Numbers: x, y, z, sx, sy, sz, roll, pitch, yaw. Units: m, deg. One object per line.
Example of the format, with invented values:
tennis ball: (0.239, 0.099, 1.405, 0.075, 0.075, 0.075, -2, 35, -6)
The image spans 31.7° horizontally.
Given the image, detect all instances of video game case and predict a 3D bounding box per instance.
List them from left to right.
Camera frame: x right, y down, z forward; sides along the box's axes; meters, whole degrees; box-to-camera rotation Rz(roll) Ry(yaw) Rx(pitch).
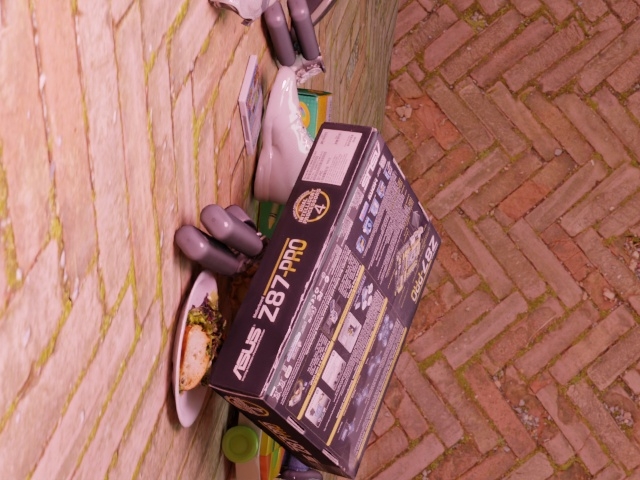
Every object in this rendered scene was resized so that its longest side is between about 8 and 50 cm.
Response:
video game case: (-0.098, -0.193, 1.617, 0.122, 0.011, 0.087, 86, 14, -56)

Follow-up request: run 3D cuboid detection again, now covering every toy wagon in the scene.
toy wagon: (-0.089, 0.222, 1.830, 0.267, 0.068, 0.344, 38, 59, -82)

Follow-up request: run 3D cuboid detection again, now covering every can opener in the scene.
can opener: (-0.125, -0.008, 1.420, 0.076, 0.095, 0.283, -40, 167, 2)
can opener: (-0.043, -0.315, 1.755, 0.280, 0.074, 0.093, 63, 10, -78)

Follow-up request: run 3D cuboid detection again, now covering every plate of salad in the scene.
plate of salad: (-0.144, 0.135, 1.409, 0.200, 0.048, 0.200, 6, 90, -83)

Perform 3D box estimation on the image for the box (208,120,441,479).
box: (0.026, 0.087, 1.534, 0.318, 0.097, 0.395, 49, 57, -52)

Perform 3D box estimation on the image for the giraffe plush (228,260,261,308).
giraffe plush: (-0.067, 0.078, 1.657, 0.210, 0.181, 0.170, -41, 140, -24)

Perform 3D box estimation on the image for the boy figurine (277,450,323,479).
boy figurine: (-0.045, 0.282, 2.006, 0.177, 0.092, 0.285, -11, -108, 56)

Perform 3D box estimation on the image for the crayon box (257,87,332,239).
crayon box: (-0.042, -0.108, 1.853, 0.165, 0.081, 0.278, -46, 143, -78)

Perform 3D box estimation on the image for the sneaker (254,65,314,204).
sneaker: (-0.042, -0.157, 1.704, 0.080, 0.094, 0.212, -80, 178, -69)

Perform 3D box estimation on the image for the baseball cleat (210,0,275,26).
baseball cleat: (-0.093, -0.335, 1.306, 0.109, 0.072, 0.206, -58, 149, -25)

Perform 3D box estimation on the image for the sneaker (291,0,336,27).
sneaker: (-0.008, -0.458, 1.877, 0.222, 0.118, 0.083, -55, -179, 11)
